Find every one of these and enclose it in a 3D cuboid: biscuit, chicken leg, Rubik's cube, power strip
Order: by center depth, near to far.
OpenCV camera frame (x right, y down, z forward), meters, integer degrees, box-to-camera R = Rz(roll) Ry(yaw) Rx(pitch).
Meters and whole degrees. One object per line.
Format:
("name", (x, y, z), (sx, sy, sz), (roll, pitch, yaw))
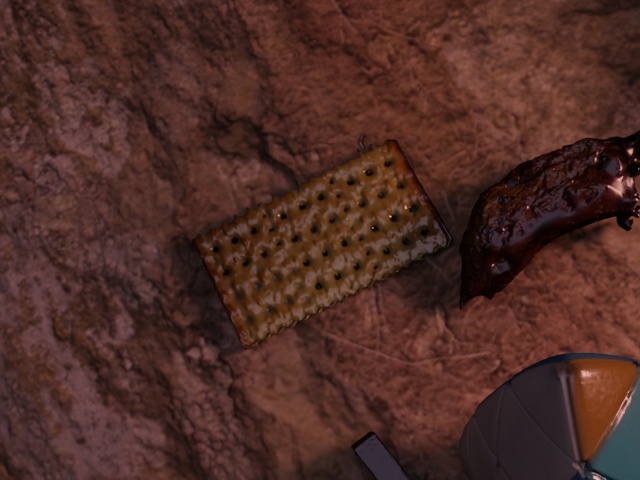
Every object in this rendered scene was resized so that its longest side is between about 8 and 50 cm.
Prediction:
("Rubik's cube", (0.250, 0.160, 1.041), (0.254, 0.254, 0.254), (-4, 71, 12))
("power strip", (0.073, 0.224, 1.164), (0.029, 0.038, 0.111), (-38, 69, -3))
("chicken leg", (0.215, -0.029, 1.207), (0.234, 0.063, 0.105), (-27, 63, 5))
("biscuit", (0.000, 0.000, 1.269), (0.231, 0.016, 0.139), (-28, 68, 2))
